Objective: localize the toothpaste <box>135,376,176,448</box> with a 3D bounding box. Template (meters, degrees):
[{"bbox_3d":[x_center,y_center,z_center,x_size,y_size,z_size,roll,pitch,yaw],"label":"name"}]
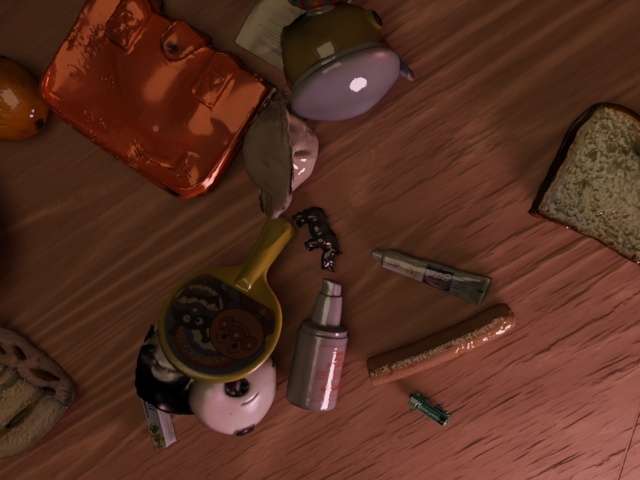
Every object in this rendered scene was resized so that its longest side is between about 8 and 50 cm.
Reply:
[{"bbox_3d":[-0.340,0.348,1.978,0.034,0.046,0.164,-12,93,18],"label":"toothpaste"}]

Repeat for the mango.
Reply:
[{"bbox_3d":[-0.693,-0.301,1.961,0.294,0.120,0.177,20,108,13],"label":"mango"}]

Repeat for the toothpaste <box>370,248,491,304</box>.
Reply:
[{"bbox_3d":[0.206,0.061,1.820,0.233,0.038,0.060,19,104,8],"label":"toothpaste"}]

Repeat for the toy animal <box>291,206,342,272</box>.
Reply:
[{"bbox_3d":[0.000,0.000,1.858,0.065,0.047,0.136,-24,84,7],"label":"toy animal"}]

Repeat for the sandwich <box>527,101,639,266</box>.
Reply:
[{"bbox_3d":[0.542,-0.097,1.690,0.273,0.095,0.249,28,102,9],"label":"sandwich"}]

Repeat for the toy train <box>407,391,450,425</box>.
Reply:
[{"bbox_3d":[0.210,0.325,1.841,0.092,0.045,0.029,33,105,11],"label":"toy train"}]

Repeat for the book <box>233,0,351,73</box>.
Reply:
[{"bbox_3d":[-0.055,-0.425,1.843,0.168,0.013,0.192,33,102,9],"label":"book"}]

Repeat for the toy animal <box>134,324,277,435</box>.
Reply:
[{"bbox_3d":[-0.217,0.255,1.853,0.266,0.212,0.213,11,98,13],"label":"toy animal"}]

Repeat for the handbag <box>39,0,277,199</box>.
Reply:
[{"bbox_3d":[-0.322,-0.294,1.870,0.410,0.116,0.303,34,102,8],"label":"handbag"}]

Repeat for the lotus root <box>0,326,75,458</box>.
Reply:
[{"bbox_3d":[-0.690,0.338,2.017,0.267,0.149,0.260,37,108,-11],"label":"lotus root"}]

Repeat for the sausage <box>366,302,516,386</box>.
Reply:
[{"bbox_3d":[0.229,0.199,1.816,0.301,0.066,0.066,-25,90,17],"label":"sausage"}]

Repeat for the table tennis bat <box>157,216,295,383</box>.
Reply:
[{"bbox_3d":[-0.154,0.102,1.801,0.224,0.054,0.369,28,65,11],"label":"table tennis bat"}]

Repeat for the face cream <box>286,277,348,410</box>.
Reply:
[{"bbox_3d":[0.002,0.197,1.850,0.101,0.101,0.252,13,99,12],"label":"face cream"}]

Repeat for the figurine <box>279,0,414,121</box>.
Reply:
[{"bbox_3d":[-0.013,-0.386,1.695,0.224,0.205,0.382,-23,110,21],"label":"figurine"}]

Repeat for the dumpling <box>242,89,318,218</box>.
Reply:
[{"bbox_3d":[-0.071,-0.153,1.799,0.142,0.172,0.247,1,113,-13],"label":"dumpling"}]
